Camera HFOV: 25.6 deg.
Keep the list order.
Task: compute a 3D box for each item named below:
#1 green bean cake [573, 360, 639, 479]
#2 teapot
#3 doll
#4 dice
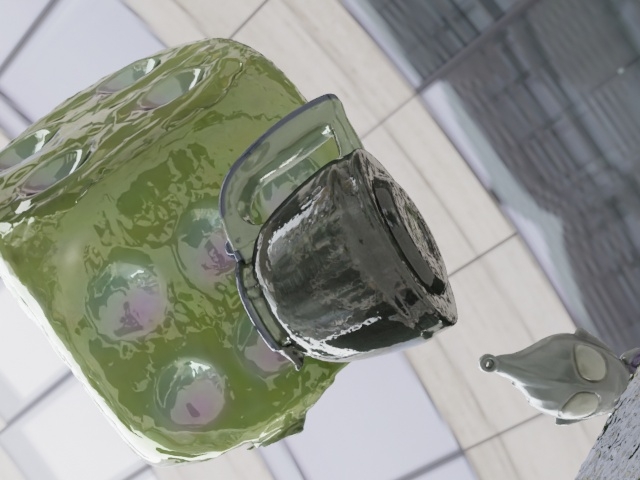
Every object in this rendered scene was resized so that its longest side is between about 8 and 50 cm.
[{"bbox_3d":[0.278,0.151,0.946,0.156,0.247,0.249,31,-110,4],"label":"green bean cake"},{"bbox_3d":[-0.001,0.003,0.774,0.149,0.108,0.111,61,-167,-1],"label":"teapot"},{"bbox_3d":[0.268,0.141,1.412,0.228,0.075,0.102,13,-87,-8],"label":"doll"},{"bbox_3d":[-0.107,0.006,1.094,0.252,0.250,0.254,-37,-64,-11],"label":"dice"}]
